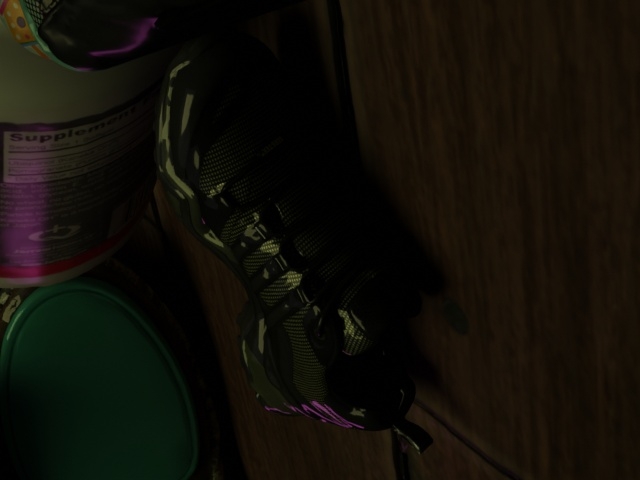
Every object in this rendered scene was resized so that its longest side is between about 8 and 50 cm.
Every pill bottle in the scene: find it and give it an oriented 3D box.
[{"bbox_3d":[-0.155,-0.111,0.660,0.176,0.176,0.318,55,155,13],"label":"pill bottle"}]

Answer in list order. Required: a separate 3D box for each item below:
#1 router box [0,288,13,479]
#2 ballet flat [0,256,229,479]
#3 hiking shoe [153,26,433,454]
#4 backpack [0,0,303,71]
[{"bbox_3d":[-0.269,0.145,1.000,0.309,0.081,0.243,67,-154,-56],"label":"router box"},{"bbox_3d":[-0.144,0.192,1.025,0.182,0.164,0.483,-109,2,-63],"label":"ballet flat"},{"bbox_3d":[0.000,0.000,0.614,0.114,0.086,0.227,14,135,42],"label":"hiking shoe"},{"bbox_3d":[-0.057,-0.162,0.423,0.144,0.166,0.188,-17,98,56],"label":"backpack"}]
